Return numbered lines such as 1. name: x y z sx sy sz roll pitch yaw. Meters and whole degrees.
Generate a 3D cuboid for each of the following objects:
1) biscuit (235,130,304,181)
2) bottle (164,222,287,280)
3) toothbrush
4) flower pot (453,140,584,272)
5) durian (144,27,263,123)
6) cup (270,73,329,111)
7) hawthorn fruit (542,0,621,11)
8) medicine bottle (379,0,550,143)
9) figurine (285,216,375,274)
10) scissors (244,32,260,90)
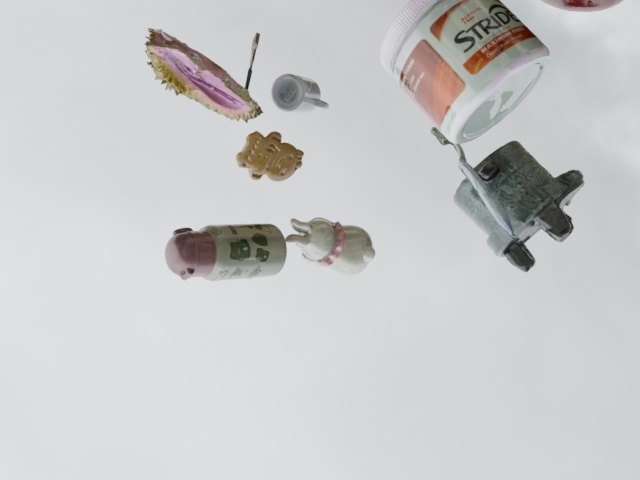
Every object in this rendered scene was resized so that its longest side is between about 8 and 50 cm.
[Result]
1. biscuit: -0.126 -0.203 1.627 0.184 0.133 0.027 34 -174 -44
2. bottle: -0.198 0.023 1.341 0.253 0.120 0.120 -1 -127 -43
3. toothbrush: 0.339 -0.142 1.444 0.042 0.035 0.413 -16 -136 -5
4. flower pot: 0.540 -0.099 1.707 0.299 0.299 0.283 -16 -119 -47
5. durian: -0.298 -0.387 1.568 0.341 0.112 0.191 26 -166 -35
6. cup: -0.048 -0.392 1.731 0.133 0.135 0.099 -22 -72 -69
7. hawthorn fruit: 0.508 -0.585 1.260 0.294 0.295 0.312 10 -110 -33
8. medicine bottle: 0.284 -0.357 1.292 0.252 0.252 0.241 -20 -115 -48
9. figurine: 0.000 0.000 1.554 0.235 0.127 0.155 18 -172 -28
10. scissors: -0.208 -0.499 1.917 0.017 0.220 0.088 12 180 -14
